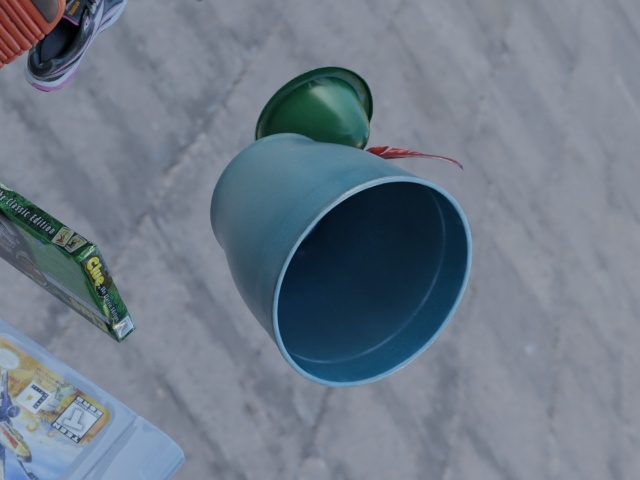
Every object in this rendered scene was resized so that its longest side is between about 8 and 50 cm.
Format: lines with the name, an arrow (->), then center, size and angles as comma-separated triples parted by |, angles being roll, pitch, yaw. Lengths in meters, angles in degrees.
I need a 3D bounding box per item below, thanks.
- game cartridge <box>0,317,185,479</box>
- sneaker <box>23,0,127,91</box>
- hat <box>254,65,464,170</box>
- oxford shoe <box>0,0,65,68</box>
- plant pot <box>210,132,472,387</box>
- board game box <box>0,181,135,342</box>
game cartridge -> -0.301, 0.190, 1.535 | 0.297, 0.062, 0.198 | 33, 45, 7
sneaker -> -0.252, -0.240, 1.704 | 0.072, 0.178, 0.077 | 24, -7, -4
hat -> 0.036, -0.124, 2.196 | 0.173, 0.208, 0.183 | 45, 7, -44
oxford shoe -> -0.317, -0.166, 1.194 | 0.097, 0.271, 0.098 | 61, 18, -52
plant pot -> 0.000, 0.000, 1.966 | 0.271, 0.271, 0.255 | 42, -2, -41
board game box -> -0.303, 0.001, 1.687 | 0.259, 0.030, 0.136 | 31, -29, 33
